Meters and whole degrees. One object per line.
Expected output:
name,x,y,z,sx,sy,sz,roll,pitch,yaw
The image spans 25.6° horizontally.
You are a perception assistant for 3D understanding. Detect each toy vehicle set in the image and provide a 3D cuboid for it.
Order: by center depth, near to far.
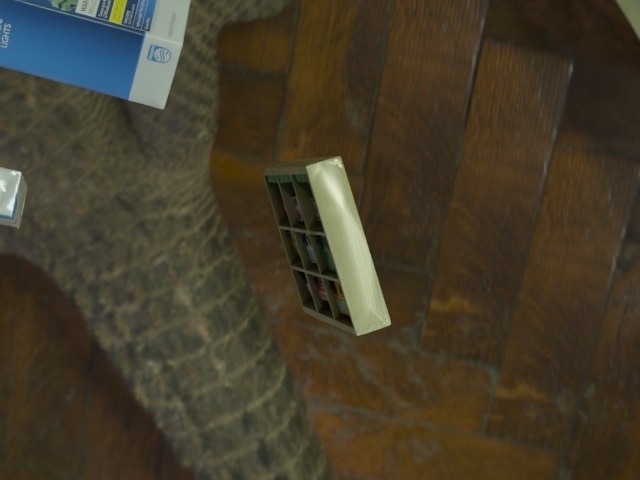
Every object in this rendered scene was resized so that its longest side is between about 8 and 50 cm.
toy vehicle set,0.000,0.000,1.420,0.035,0.267,0.166,-18,95,-10

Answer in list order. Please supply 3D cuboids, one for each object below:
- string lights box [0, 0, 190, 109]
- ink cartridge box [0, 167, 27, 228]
string lights box,-0.251,-0.213,1.266,0.260,0.133,0.076,14,128,-10
ink cartridge box,-0.317,-0.042,1.426,0.028,0.083,0.048,11,80,-5
